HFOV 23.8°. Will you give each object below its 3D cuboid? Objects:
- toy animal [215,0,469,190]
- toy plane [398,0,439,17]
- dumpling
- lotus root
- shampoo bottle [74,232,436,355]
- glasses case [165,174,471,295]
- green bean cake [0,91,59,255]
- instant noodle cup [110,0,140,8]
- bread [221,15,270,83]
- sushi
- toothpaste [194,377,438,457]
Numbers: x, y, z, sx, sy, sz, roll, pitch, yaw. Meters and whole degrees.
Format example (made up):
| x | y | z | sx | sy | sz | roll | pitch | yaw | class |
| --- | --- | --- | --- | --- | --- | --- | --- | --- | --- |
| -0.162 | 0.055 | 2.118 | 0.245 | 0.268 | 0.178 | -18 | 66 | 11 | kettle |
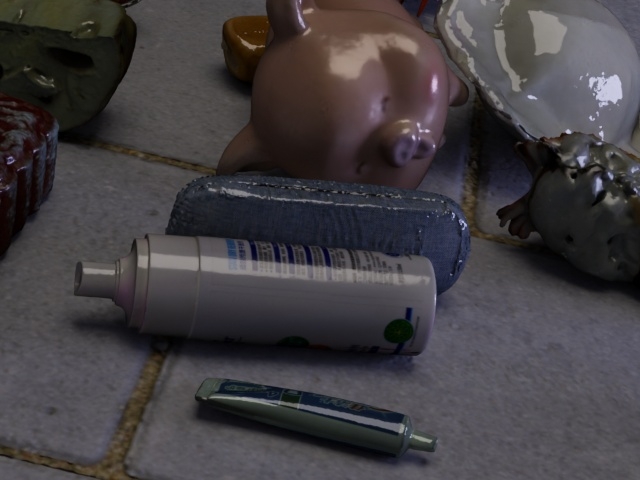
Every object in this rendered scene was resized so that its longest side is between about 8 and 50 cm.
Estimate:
| x | y | z | sx | sy | sz | roll | pitch | yaw | class |
| --- | --- | --- | --- | --- | --- | --- | --- | --- | --- |
| 0.029 | -0.165 | 1.574 | 0.269 | 0.237 | 0.326 | 4 | 28 | -30 | toy animal |
| 0.158 | -0.358 | 2.081 | 0.130 | 0.061 | 0.189 | 23 | 32 | 19 | toy plane |
| 0.284 | -0.169 | 1.731 | 0.341 | 0.181 | 0.260 | 39 | 23 | -60 | dumpling |
| -0.305 | -0.196 | 1.568 | 0.235 | 0.138 | 0.119 | 15 | 25 | 5 | lotus root |
| -0.057 | 0.045 | 1.303 | 0.303 | 0.092 | 0.092 | 5 | 31 | -14 | shampoo bottle |
| 0.000 | 0.000 | 1.381 | 0.282 | 0.109 | 0.067 | 3 | 33 | -15 | glasses case |
| -0.353 | -0.067 | 1.370 | 0.198 | 0.097 | 0.232 | 17 | 31 | 7 | green bean cake |
| -0.323 | -0.318 | 1.741 | 0.193 | 0.193 | 0.212 | 27 | 41 | 23 | instant noodle cup |
| -0.006 | -0.224 | 1.785 | 0.239 | 0.074 | 0.092 | -6 | 51 | -26 | bread |
| 0.342 | -0.009 | 1.509 | 0.332 | 0.124 | 0.130 | 23 | 24 | 12 | sushi |
| -0.002 | 0.141 | 1.222 | 0.197 | 0.035 | 0.057 | 14 | 15 | 4 | toothpaste |
